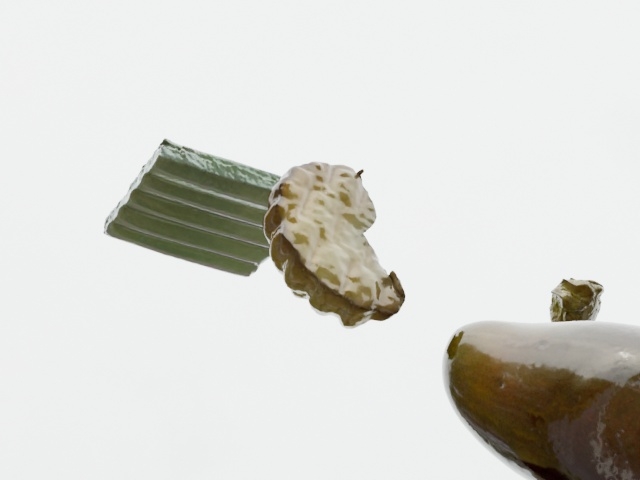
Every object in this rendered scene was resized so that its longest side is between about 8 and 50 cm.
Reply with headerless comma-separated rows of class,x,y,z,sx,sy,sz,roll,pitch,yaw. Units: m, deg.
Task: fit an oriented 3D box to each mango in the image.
mango,0.195,0.120,0.560,0.111,0.267,0.133,12,-85,-38

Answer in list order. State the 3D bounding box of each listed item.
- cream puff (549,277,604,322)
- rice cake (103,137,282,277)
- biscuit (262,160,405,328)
cream puff,0.335,0.087,1.066,0.083,0.058,0.083,-54,-43,-6
rice cake,-0.123,-0.029,0.919,0.198,0.037,0.189,22,-45,-28
biscuit,0.000,0.000,0.728,0.118,0.183,0.061,11,-43,-24
